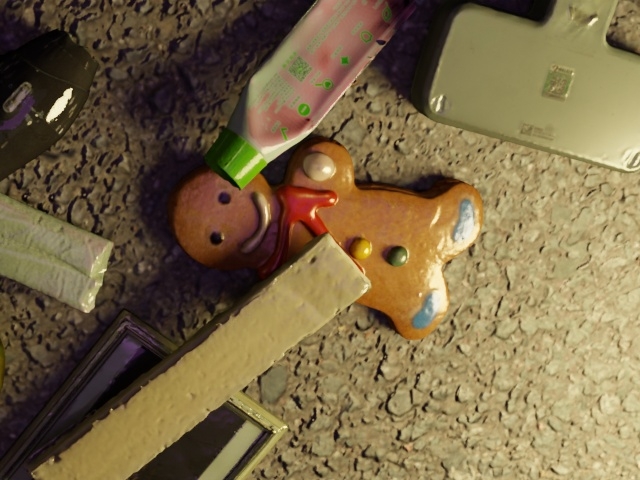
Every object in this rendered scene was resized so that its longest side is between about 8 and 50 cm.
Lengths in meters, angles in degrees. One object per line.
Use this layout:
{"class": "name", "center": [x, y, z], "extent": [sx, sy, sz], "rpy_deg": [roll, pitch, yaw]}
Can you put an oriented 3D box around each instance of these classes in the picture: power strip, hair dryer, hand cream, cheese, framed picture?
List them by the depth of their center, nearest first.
{"class": "hair dryer", "center": [-0.369, -0.159, 0.961], "extent": [0.271, 0.091, 0.235], "rpy_deg": [43, 83, -3]}
{"class": "hand cream", "center": [-0.010, -0.170, 1.022], "extent": [0.275, 0.050, 0.079], "rpy_deg": [-51, 132, -8]}
{"class": "power strip", "center": [0.240, -0.188, 1.061], "extent": [0.264, 0.059, 0.194], "rpy_deg": [14, 105, -13]}
{"class": "cheese", "center": [-0.125, 0.140, 1.062], "extent": [0.400, 0.034, 0.085], "rpy_deg": [-37, 107, 6]}
{"class": "framed picture", "center": [-0.210, 0.249, 1.116], "extent": [0.231, 0.018, 0.293], "rpy_deg": [38, 96, -16]}

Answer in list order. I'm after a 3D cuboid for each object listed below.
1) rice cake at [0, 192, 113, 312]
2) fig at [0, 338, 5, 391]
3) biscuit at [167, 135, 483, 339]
{"class": "rice cake", "center": [-0.313, -0.006, 1.022], "extent": [0.221, 0.042, 0.080], "rpy_deg": [24, 93, -12]}
{"class": "fig", "center": [-0.400, 0.119, 0.970], "extent": [0.191, 0.181, 0.181], "rpy_deg": [-11, 107, 17]}
{"class": "biscuit", "center": [0.001, 0.000, 1.077], "extent": [0.324, 0.049, 0.205], "rpy_deg": [17, 101, -11]}
